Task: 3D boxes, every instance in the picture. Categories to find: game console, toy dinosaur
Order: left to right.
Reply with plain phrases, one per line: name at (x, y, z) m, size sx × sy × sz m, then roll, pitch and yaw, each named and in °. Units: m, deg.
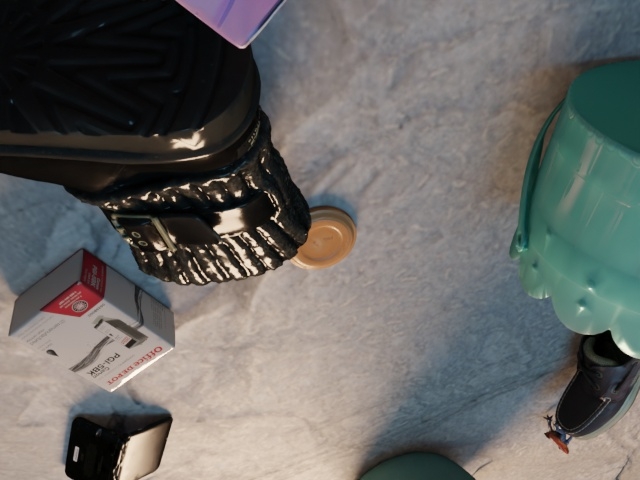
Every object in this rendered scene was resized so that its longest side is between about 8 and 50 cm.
game console at (-0.268, 0.272, 0.810) m, size 0.107 × 0.071 × 0.122 m, roll 23°, pitch 122°, yaw 3°
toy dinosaur at (0.399, 0.336, 1.037) m, size 0.090 × 0.047 × 0.082 m, roll -28°, pitch 108°, yaw -33°

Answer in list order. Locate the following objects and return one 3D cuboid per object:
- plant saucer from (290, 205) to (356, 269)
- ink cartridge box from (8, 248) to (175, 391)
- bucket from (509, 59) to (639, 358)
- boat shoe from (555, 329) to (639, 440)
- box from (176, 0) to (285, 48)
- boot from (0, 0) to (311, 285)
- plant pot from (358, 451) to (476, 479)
plant saucer at (0.000, 0.000, 0.674) m, size 0.084 × 0.013 × 0.083 m, roll -9°, pitch 130°, yaw -11°
ink cartridge box at (-0.233, 0.088, 0.642) m, size 0.099 × 0.056 × 0.135 m, roll -36°, pitch 129°, yaw 11°
bucket at (0.335, -0.042, 0.584) m, size 0.281 × 0.281 × 0.183 m, roll -8°, pitch 129°, yaw -12°
boat shoe at (0.421, 0.171, 0.892) m, size 0.092 × 0.103 × 0.285 m, roll 17°, pitch 117°, yaw -22°
box at (-0.113, -0.248, 0.307) m, size 0.243 × 0.213 × 0.117 m, roll 29°, pitch 114°, yaw -34°
boot at (-0.187, -0.067, 0.488) m, size 0.348 × 0.131 × 0.260 m, roll 12°, pitch 161°, yaw 9°
plant pot at (0.166, 0.487, 0.972) m, size 0.293 × 0.235 × 0.293 m, roll -9°, pitch 130°, yaw -11°
